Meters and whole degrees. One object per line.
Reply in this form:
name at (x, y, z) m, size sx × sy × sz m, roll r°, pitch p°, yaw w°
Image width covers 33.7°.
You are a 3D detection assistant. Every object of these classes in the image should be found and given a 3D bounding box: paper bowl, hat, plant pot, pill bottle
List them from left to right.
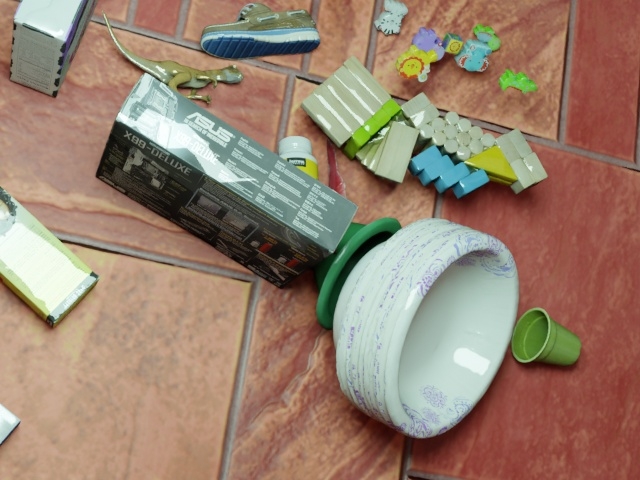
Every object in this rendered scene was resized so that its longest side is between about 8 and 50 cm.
pill bottle at (-0.035, -0.085, 1.486) m, size 0.065 × 0.065 × 0.116 m, roll 6°, pitch 63°, yaw -17°
hat at (0.000, 0.000, 1.488) m, size 0.183 × 0.173 × 0.208 m, roll 33°, pitch 42°, yaw 27°
paper bowl at (0.129, 0.109, 1.410) m, size 0.284 × 0.148 × 0.284 m, roll -24°, pitch 123°, yaw -42°
plant pot at (0.338, 0.151, 1.552) m, size 0.079 × 0.083 × 0.083 m, roll 23°, pitch 71°, yaw -24°

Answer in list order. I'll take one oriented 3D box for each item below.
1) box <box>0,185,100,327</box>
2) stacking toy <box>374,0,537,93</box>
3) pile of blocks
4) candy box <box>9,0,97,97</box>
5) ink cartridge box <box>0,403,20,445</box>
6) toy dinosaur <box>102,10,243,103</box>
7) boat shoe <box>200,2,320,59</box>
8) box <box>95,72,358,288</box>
box at (-0.398, 0.003, 1.355) m, size 0.232 × 0.058 × 0.087 m, roll 43°, pitch 68°, yaw -5°
stacking toy at (0.197, -0.281, 1.578) m, size 0.221 × 0.052 × 0.167 m, roll 9°, pitch 35°, yaw -21°
pile of blocks at (0.141, -0.131, 1.541) m, size 0.362 × 0.112 × 0.149 m, roll 23°, pitch 77°, yaw -3°
candy box at (-0.340, -0.301, 1.373) m, size 0.070 × 0.196 × 0.164 m, roll 21°, pitch 71°, yaw -11°
ink cartridge box at (-0.479, 0.195, 1.288) m, size 0.207 × 0.046 × 0.097 m, roll 40°, pitch 67°, yaw -5°
toy dinosaur at (-0.215, -0.232, 1.480) m, size 0.212 × 0.064 × 0.112 m, roll 13°, pitch 55°, yaw -24°
boat shoe at (-0.092, -0.305, 1.532) m, size 0.183 × 0.066 × 0.066 m, roll -6°, pitch 74°, yaw -29°
box at (-0.131, -0.065, 1.360) m, size 0.307 × 0.242 × 0.076 m, roll 32°, pitch 70°, yaw -8°
